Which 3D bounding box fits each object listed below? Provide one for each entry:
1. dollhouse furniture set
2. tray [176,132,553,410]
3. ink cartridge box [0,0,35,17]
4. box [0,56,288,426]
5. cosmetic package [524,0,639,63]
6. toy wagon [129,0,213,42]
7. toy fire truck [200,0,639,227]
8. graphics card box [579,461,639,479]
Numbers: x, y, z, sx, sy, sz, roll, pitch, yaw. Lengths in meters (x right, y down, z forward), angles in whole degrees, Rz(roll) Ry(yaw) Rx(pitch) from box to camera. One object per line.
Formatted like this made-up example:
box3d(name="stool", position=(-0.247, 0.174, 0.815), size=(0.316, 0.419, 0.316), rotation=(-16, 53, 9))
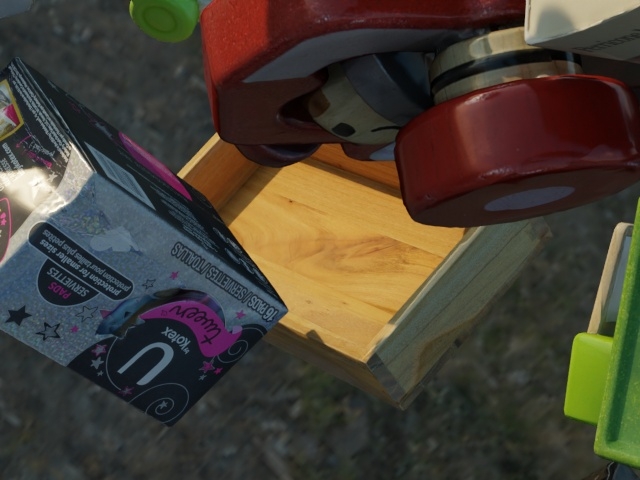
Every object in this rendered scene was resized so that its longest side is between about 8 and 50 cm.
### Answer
box3d(name="dollhouse furniture set", position=(0.111, 0.024, 0.444), size=(0.076, 0.059, 0.151), rotation=(16, 5, 32))
box3d(name="tray", position=(0.000, 0.000, 1.668), size=(0.203, 0.411, 0.076), rotation=(-48, 127, -15))
box3d(name="ink cartridge box", position=(-0.344, -0.297, 1.341), size=(0.130, 0.271, 0.309), rotation=(-54, 130, -58))
box3d(name="box", position=(-0.171, 0.009, 1.390), size=(0.247, 0.142, 0.163), rotation=(37, 11, -48))
box3d(name="cosmetic package", position=(0.241, -0.121, 0.672), size=(0.296, 0.153, 0.129), rotation=(8, 84, -17))
box3d(name="toy wagon", position=(-0.097, -0.288, 1.531), size=(0.344, 0.068, 0.267), rotation=(37, 53, -20))
box3d(name="toy fire truck", position=(0.080, -0.081, 0.833), size=(0.302, 0.254, 0.169), rotation=(-5, 77, -30))
box3d(name="graphics card box", position=(0.181, 0.318, 0.981), size=(0.371, 0.233, 0.094), rotation=(47, 32, -9))
